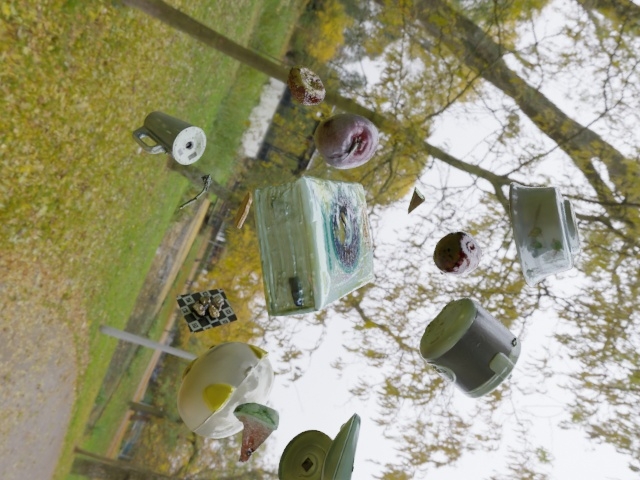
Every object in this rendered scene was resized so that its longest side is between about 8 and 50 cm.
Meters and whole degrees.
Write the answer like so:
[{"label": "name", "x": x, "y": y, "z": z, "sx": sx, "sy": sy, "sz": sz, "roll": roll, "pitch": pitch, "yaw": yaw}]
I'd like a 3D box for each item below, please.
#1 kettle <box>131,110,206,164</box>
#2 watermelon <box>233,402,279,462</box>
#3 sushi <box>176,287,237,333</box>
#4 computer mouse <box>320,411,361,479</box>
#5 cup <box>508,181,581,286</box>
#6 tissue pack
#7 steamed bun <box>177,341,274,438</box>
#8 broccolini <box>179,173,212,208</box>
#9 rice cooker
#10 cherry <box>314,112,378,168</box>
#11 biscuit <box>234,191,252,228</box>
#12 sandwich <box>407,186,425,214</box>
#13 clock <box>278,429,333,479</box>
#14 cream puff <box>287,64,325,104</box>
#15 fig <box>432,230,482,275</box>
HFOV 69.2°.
[{"label": "kettle", "x": -0.619, "y": -0.411, "z": 1.863, "sx": 0.210, "sy": 0.243, "sz": 0.160, "roll": -43, "pitch": 149, "yaw": -28}, {"label": "watermelon", "x": -0.167, "y": 0.532, "z": 1.301, "sx": 0.098, "sy": 0.121, "sz": 0.158, "roll": -13, "pitch": 99, "yaw": -81}, {"label": "sushi", "x": -0.458, "y": 0.269, "z": 1.891, "sx": 0.193, "sy": 0.210, "sz": 0.040, "roll": 55, "pitch": -44, "yaw": 30}, {"label": "computer mouse", "x": 0.057, "y": 0.663, "z": 1.394, "sx": 0.160, "sy": 0.096, "sz": 0.289, "roll": 86, "pitch": 15, "yaw": -49}, {"label": "cup", "x": 0.725, "y": -0.033, "z": 1.478, "sx": 0.163, "sy": 0.347, "sz": 0.347, "roll": -11, "pitch": -133, "yaw": 32}, {"label": "tissue pack", "x": 0.000, "y": 0.000, "z": 1.125, "sx": 0.388, "sy": 0.162, "sz": 0.288, "roll": -12, "pitch": 95, "yaw": -67}, {"label": "steamed bun", "x": -0.344, "y": 0.542, "z": 1.713, "sx": 0.334, "sy": 0.333, "sz": 0.374, "roll": -58, "pitch": 173, "yaw": 36}, {"label": "broccolini", "x": -0.524, "y": -0.201, "z": 1.975, "sx": 0.194, "sy": 0.052, "sz": 0.054, "roll": -53, "pitch": -151, "yaw": -3}, {"label": "rice cooker", "x": 0.508, "y": 0.369, "z": 1.584, "sx": 0.288, "sy": 0.277, "sz": 0.288, "roll": -49, "pitch": 180, "yaw": 0}, {"label": "cherry", "x": 0.086, "y": -0.340, "z": 1.577, "sx": 0.266, "sy": 0.213, "sz": 0.184, "roll": 51, "pitch": -43, "yaw": 49}, {"label": "biscuit", "x": -0.400, "y": -0.154, "z": 2.385, "sx": 0.142, "sy": 0.028, "sz": 0.221, "roll": -29, "pitch": -139, "yaw": 55}, {"label": "sandwich", "x": 0.457, "y": -0.200, "z": 2.329, "sx": 0.116, "sy": 0.074, "sz": 0.074, "roll": -41, "pitch": -167, "yaw": 24}, {"label": "clock", "x": -0.040, "y": 0.765, "z": 1.578, "sx": 0.234, "sy": 0.029, "sz": 0.235, "roll": -21, "pitch": -136, "yaw": 22}, {"label": "cream puff", "x": -0.055, "y": -0.513, "z": 1.548, "sx": 0.084, "sy": 0.149, "sz": 0.149, "roll": -35, "pitch": -152, "yaw": 35}, {"label": "fig", "x": 0.544, "y": 0.067, "z": 1.967, "sx": 0.203, "sy": 0.186, "sz": 0.249, "roll": -28, "pitch": -176, "yaw": -40}]
